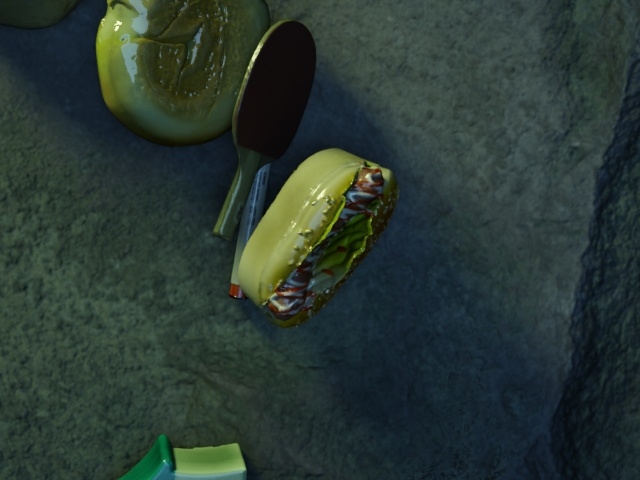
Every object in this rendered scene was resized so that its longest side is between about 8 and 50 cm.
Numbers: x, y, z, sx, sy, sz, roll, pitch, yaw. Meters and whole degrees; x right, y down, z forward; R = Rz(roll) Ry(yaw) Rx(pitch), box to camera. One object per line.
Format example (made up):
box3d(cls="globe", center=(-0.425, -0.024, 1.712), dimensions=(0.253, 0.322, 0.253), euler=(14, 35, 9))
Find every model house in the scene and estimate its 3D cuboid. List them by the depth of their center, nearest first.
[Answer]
box3d(cls="model house", center=(-0.162, 0.293, 1.602), dimensions=(0.149, 0.100, 0.127), euler=(5, 98, -11))

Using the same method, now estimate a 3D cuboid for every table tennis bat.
box3d(cls="table tennis bat", center=(-0.065, -0.118, 1.534), dimensions=(0.022, 0.138, 0.246), euler=(19, 88, 26))

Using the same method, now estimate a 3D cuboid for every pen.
box3d(cls="pen", center=(-0.075, -0.042, 1.598), dimensions=(0.026, 0.026, 0.218), euler=(8, 98, -9))

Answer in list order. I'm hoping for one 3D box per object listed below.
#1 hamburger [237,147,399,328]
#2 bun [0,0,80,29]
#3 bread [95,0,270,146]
box3d(cls="hamburger", center=(0.000, 0.000, 1.545), dimensions=(0.116, 0.173, 0.210), euler=(34, 93, 13))
box3d(cls="bun", center=(-0.310, -0.304, 1.475), dimensions=(0.166, 0.113, 0.173), euler=(6, 100, -9))
box3d(cls="bread", center=(-0.147, -0.207, 1.516), dimensions=(0.213, 0.105, 0.213), euler=(-4, 100, -25))
